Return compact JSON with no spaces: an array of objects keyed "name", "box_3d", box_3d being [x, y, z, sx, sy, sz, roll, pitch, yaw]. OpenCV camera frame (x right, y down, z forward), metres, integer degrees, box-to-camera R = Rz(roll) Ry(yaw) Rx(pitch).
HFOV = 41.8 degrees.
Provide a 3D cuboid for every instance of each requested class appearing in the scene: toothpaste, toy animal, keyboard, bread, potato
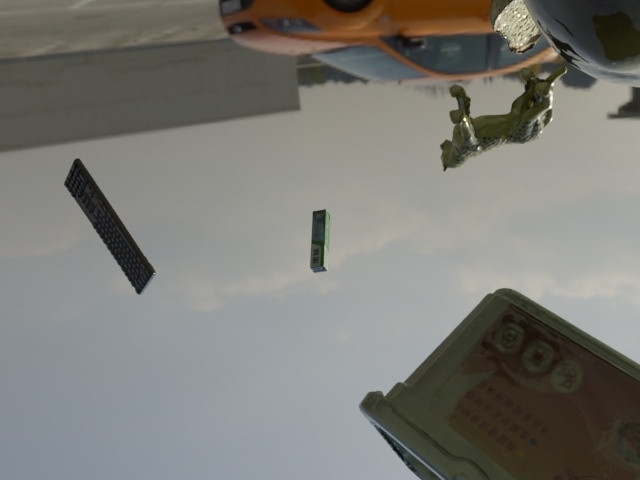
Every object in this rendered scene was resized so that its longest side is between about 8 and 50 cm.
[{"name":"toothpaste","box_3d":[0.000,0.000,1.057,0.020,0.083,0.017,-9,149,20]},{"name":"toy animal","box_3d":[0.249,-0.161,1.140,0.181,0.136,0.073,-17,-128,2]},{"name":"keyboard","box_3d":[-0.296,-0.020,1.168,0.013,0.204,0.061,-25,163,-43]},{"name":"bread","box_3d":[0.295,-0.342,1.213,0.044,0.126,0.129,42,-167,34]},{"name":"potato","box_3d":[0.298,-0.260,0.756,0.221,0.243,0.326,1,-166,35]}]

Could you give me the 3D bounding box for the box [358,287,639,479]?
[{"name":"box","box_3d":[0.209,0.184,0.717,0.312,0.175,0.182,33,-104,38]}]
